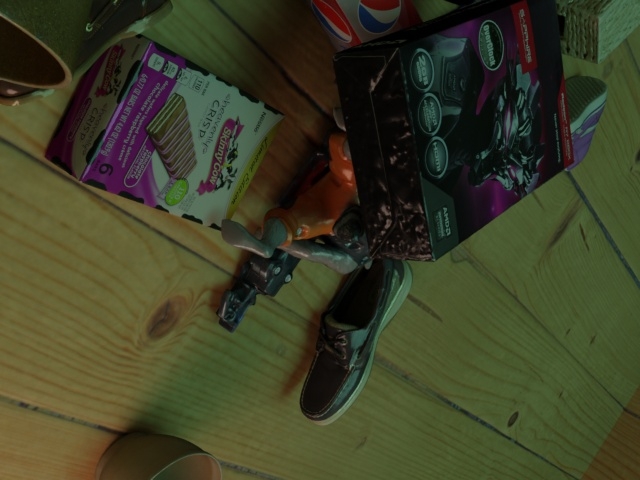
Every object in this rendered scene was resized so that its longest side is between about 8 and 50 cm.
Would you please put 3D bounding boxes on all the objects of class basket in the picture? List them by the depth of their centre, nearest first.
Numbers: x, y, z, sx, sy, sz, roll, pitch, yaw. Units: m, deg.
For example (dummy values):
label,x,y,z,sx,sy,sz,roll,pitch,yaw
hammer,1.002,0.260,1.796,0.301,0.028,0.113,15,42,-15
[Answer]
label,x,y,z,sx,sy,sz,roll,pitch,yaw
basket,0.451,-0.380,1.584,0.167,0.103,0.113,-44,143,-22

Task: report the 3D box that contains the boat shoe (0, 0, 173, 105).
label,x,y,z,sx,sy,sz,roll,pitch,yaw
boat shoe,-0.228,-0.206,0.913,0.207,0.073,0.073,-46,142,-30

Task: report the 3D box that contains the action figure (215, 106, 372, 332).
label,x,y,z,sx,sy,sz,roll,pitch,yaw
action figure,0.000,0.000,1.229,0.341,0.178,0.330,-57,161,3

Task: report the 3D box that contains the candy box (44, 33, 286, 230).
label,x,y,z,sx,sy,sz,roll,pitch,yaw
candy box,-0.160,-0.114,1.059,0.233,0.071,0.159,20,100,-55

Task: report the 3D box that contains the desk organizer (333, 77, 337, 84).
label,x,y,z,sx,sy,sz,roll,pitch,yaw
desk organizer,0.071,-0.251,1.264,0.050,0.047,0.130,5,111,-55

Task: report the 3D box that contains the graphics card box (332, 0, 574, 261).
label,x,y,z,sx,sy,sz,roll,pitch,yaw
graphics card box,0.171,-0.147,1.134,0.371,0.094,0.233,-29,114,-46

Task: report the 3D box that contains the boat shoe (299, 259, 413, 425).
label,x,y,z,sx,sy,sz,roll,pitch,yaw
boat shoe,0.039,0.138,1.470,0.092,0.103,0.285,37,81,-50

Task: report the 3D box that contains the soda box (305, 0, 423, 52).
label,x,y,z,sx,sy,sz,roll,pitch,yaw
soda box,0.063,-0.252,1.157,0.083,0.092,0.263,-46,129,-9

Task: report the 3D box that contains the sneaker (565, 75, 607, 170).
label,x,y,z,sx,sy,sz,roll,pitch,yaw
sneaker,0.397,-0.165,1.683,0.282,0.102,0.161,-27,137,-37

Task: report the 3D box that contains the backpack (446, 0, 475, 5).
label,x,y,z,sx,sy,sz,roll,pitch,yaw
backpack,0.134,-0.362,1.148,0.117,0.173,0.158,-47,143,-16

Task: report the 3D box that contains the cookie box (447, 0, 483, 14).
label,x,y,z,sx,sy,sz,roll,pitch,yaw
cookie box,0.204,-0.285,1.406,0.107,0.040,0.092,-34,137,-31

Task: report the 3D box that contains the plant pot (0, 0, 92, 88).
label,x,y,z,sx,sy,sz,roll,pitch,yaw
plant pot,-0.252,-0.279,0.722,0.237,0.237,0.254,31,75,-55

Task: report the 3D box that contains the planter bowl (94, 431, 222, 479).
label,x,y,z,sx,sy,sz,roll,pitch,yaw
planter bowl,-0.222,0.315,1.266,0.162,0.109,0.162,-30,136,-34
